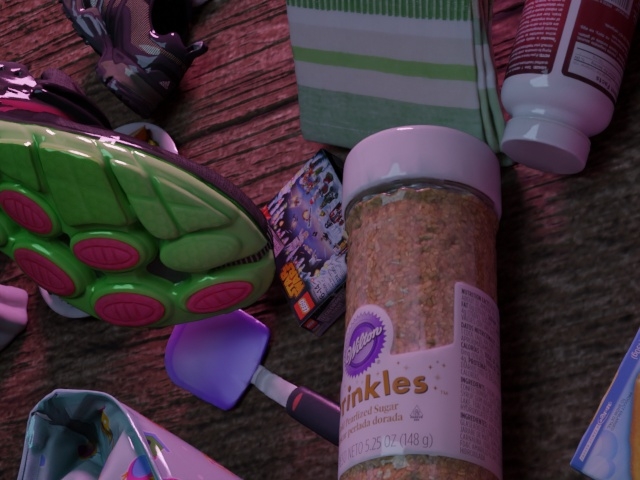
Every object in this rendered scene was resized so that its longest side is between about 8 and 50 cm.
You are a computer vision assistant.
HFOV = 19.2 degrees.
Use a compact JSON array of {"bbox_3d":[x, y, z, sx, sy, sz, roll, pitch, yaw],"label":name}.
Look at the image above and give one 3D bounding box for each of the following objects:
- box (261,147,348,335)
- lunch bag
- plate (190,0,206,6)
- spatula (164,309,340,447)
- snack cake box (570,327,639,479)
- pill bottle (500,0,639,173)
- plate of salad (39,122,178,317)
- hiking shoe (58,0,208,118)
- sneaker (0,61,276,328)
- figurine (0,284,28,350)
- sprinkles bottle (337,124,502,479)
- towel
[{"bbox_3d":[0.000,0.000,1.562,0.094,0.027,0.137,-46,42,17],"label":"box"},{"bbox_3d":[-0.101,0.235,1.375,0.160,0.223,0.262,-48,40,9],"label":"lunch bag"},{"bbox_3d":[-0.062,-0.404,1.853,0.277,0.045,0.278,-36,46,25],"label":"plate"},{"bbox_3d":[-0.030,0.122,1.518,0.296,0.030,0.084,26,88,49],"label":"spatula"},{"bbox_3d":[0.289,0.065,1.178,0.152,0.089,0.264,25,87,51],"label":"snack cake box"},{"bbox_3d":[0.183,-0.131,1.406,0.086,0.086,0.152,1,68,46],"label":"pill bottle"},{"bbox_3d":[-0.208,-0.024,1.775,0.200,0.048,0.200,-24,52,34],"label":"plate of salad"},{"bbox_3d":[-0.177,-0.217,1.847,0.114,0.086,0.227,-37,50,7],"label":"hiking shoe"},{"bbox_3d":[-0.233,-0.072,1.646,0.482,0.185,0.202,20,42,28],"label":"sneaker"},{"bbox_3d":[-0.387,-0.002,1.822,0.092,0.209,0.215,-29,49,32],"label":"figurine"},{"bbox_3d":[0.073,0.094,1.360,0.121,0.121,0.355,-22,53,36],"label":"sprinkles bottle"},{"bbox_3d":[0.052,-0.226,1.498,0.248,0.038,0.325,13,116,49],"label":"towel"}]
